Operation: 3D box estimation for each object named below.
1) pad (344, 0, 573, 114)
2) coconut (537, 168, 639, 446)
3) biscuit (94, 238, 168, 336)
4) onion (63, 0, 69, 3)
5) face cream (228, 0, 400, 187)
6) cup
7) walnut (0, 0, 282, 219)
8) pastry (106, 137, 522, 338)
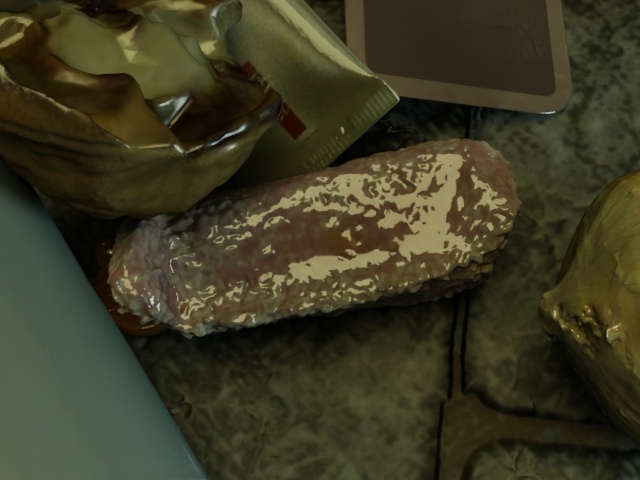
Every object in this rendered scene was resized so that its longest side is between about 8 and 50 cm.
[{"bbox_3d":[0.100,-0.218,0.840,0.176,0.002,0.266,5,65,-15],"label":"pad"},{"bbox_3d":[0.223,0.038,0.657,0.194,0.194,0.194,-2,66,4],"label":"coconut"},{"bbox_3d":[-0.123,0.022,0.780,0.078,0.015,0.091,23,70,16],"label":"biscuit"},{"bbox_3d":[-0.279,-0.197,0.835,0.227,0.120,0.284,22,70,9],"label":"onion"},{"bbox_3d":[-0.093,-0.186,0.808,0.137,0.084,0.341,-41,77,20],"label":"face cream"},{"bbox_3d":[-0.223,0.081,0.661,0.205,0.205,0.312,-32,66,-9],"label":"cup"},{"bbox_3d":[-0.127,-0.092,0.688,0.204,0.141,0.238,33,39,8],"label":"walnut"},{"bbox_3d":[-0.003,0.004,0.731,0.265,0.112,0.103,-7,74,-6],"label":"pastry"}]
